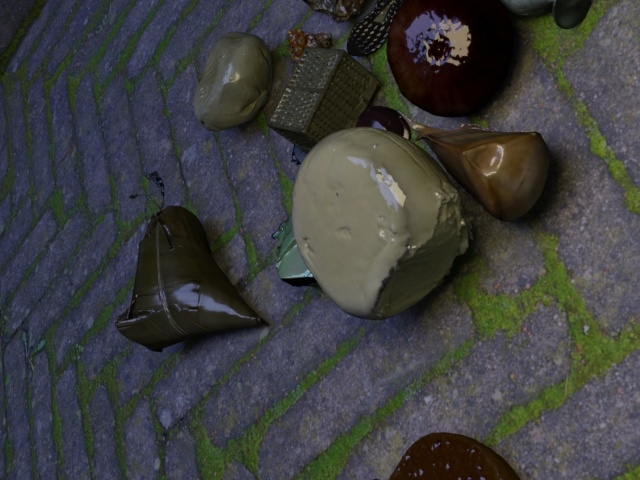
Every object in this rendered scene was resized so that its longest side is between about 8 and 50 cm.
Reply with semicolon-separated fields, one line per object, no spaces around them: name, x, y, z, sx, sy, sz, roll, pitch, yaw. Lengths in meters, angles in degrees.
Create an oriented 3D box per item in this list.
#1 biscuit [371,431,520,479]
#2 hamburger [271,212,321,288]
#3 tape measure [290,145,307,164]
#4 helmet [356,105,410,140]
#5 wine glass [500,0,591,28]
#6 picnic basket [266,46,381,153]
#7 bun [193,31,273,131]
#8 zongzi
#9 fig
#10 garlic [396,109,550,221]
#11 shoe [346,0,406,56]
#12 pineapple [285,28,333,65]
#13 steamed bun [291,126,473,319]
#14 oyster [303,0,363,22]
biscuit;0.186;0.505;1.409;0.350;0.070;0.394;35;104;52
hamburger;-0.003;0.000;1.779;0.235;0.125;0.214;-16;59;43
tape measure;-0.021;-0.205;1.927;0.091;0.054;0.094;29;101;45
helmet;0.120;-0.223;1.751;0.098;0.070;0.123;-57;40;18
wine glass;0.366;-0.434;1.514;0.202;0.093;0.092;38;106;47
picnic basket;0.015;-0.278;1.812;0.134;0.154;0.196;17;79;47
bun;-0.201;-0.390;2.132;0.259;0.160;0.259;-48;33;47
zongzi;-0.285;0.030;2.091;0.418;0.181;0.446;-10;65;32
fig;0.237;-0.340;1.556;0.235;0.214;0.234;-9;73;33
garlic;0.268;-0.151;1.463;0.151;0.196;0.338;-55;23;9
shoe;0.121;-0.481;1.855;0.194;0.074;0.077;-56;20;24
pineapple;-0.012;-0.450;2.010;0.114;0.077;0.114;-16;99;35
steamed bun;0.110;-0.047;1.524;0.311;0.233;0.333;56;139;22
oyster;0.022;-0.557;1.958;0.345;0.079;0.128;33;108;62
